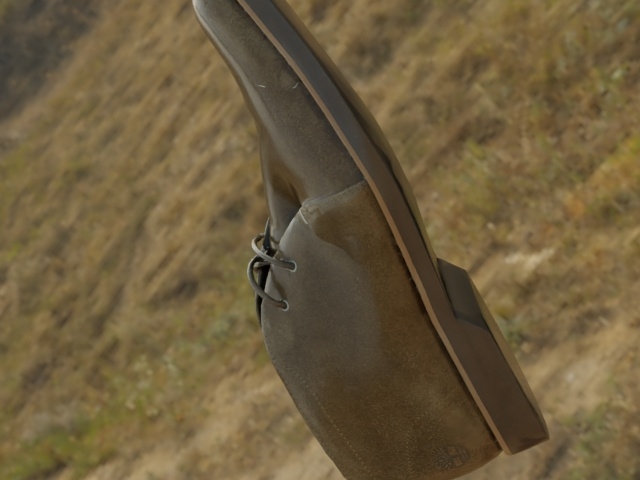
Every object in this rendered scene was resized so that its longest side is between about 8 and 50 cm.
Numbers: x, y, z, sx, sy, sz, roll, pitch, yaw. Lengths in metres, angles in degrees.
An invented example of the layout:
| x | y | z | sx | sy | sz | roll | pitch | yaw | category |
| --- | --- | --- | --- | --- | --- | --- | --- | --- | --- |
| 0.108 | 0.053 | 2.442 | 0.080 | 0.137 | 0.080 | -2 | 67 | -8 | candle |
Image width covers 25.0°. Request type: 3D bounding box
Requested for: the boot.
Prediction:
| x | y | z | sx | sy | sz | roll | pitch | yaw | category |
| --- | --- | --- | --- | --- | --- | --- | --- | --- | --- |
| 0.000 | 0.000 | 0.733 | 0.115 | 0.305 | 0.112 | -27 | 14 | 10 | boot |
